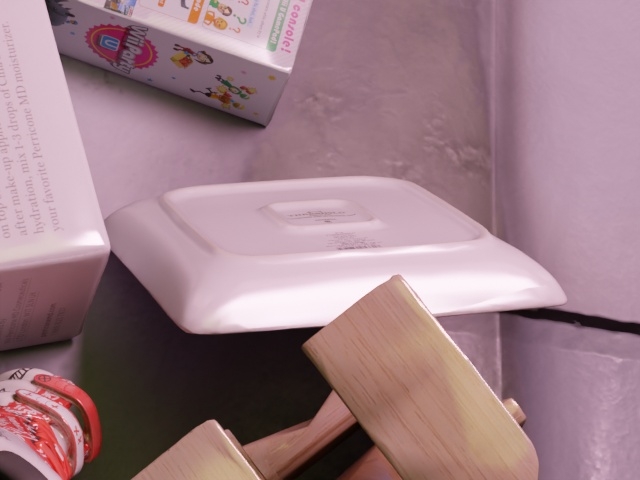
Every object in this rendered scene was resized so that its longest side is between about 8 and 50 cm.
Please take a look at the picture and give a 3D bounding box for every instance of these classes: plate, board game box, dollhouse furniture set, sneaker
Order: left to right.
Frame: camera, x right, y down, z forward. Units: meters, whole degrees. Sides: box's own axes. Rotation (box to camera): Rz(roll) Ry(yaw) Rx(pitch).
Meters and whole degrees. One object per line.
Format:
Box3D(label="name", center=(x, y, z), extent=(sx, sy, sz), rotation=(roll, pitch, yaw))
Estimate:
Box3D(label="sneaker", center=(-0.193, 0.137, 1.192), extent=(0.145, 0.270, 0.090), rotation=(-26, 102, -34))
Box3D(label="board game box", center=(-0.149, -0.249, 1.490), extent=(0.303, 0.097, 0.224), rotation=(19, 61, -6))
Box3D(label="dollhouse furniture set", center=(-0.012, 0.256, 1.138), extent=(0.394, 0.362, 0.256), rotation=(-37, 80, -3))
Box3D(label="plate", center=(0.000, 0.000, 1.328), extent=(0.277, 0.278, 0.045), rotation=(-3, 106, -19))

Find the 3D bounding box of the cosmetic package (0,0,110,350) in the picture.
Box3D(label="cosmetic package", center=(-0.397, -0.025, 1.260), extent=(0.453, 0.161, 0.230), rotation=(-8, 66, -21))
